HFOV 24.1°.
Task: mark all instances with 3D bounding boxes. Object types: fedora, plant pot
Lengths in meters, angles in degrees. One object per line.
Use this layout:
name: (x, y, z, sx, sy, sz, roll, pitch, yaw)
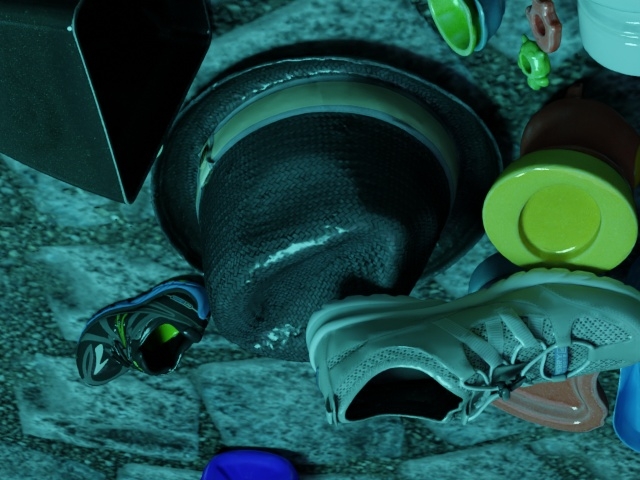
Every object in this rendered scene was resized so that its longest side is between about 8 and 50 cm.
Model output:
fedora: (0.000, 0.000, 1.282, 0.334, 0.152, 0.334, 3, 141, 3)
plant pot: (-0.199, -0.165, 1.099, 0.167, 0.188, 0.187, 10, 143, 15)

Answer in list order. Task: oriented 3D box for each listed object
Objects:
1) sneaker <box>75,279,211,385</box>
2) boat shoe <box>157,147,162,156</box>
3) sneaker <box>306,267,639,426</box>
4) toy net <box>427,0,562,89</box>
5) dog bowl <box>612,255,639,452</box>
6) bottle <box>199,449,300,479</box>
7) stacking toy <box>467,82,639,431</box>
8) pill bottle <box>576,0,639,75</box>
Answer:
sneaker: (-0.181, 0.102, 1.486, 0.188, 0.078, 0.067, -28, 130, 35)
boat shoe: (-0.194, -0.108, 1.265, 0.133, 0.042, 0.049, 23, 117, -19)
sneaker: (0.130, 0.102, 1.189, 0.281, 0.115, 0.105, -9, 133, 7)
toy net: (0.123, -0.203, 1.046, 0.045, 0.122, 0.232, -24, 148, -12)
dog bowl: (0.361, 0.104, 1.424, 0.166, 0.074, 0.297, -2, 141, 10)
bottle: (-0.076, 0.354, 1.768, 0.118, 0.092, 0.283, 3, 141, 5)
stacking toy: (0.264, 0.028, 1.266, 0.279, 0.130, 0.309, 15, 138, 4)
pill bottle: (0.218, -0.226, 0.996, 0.131, 0.131, 0.229, -3, 140, 11)
